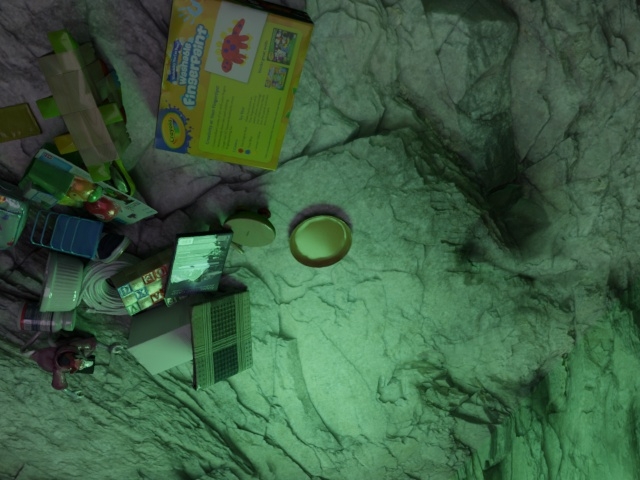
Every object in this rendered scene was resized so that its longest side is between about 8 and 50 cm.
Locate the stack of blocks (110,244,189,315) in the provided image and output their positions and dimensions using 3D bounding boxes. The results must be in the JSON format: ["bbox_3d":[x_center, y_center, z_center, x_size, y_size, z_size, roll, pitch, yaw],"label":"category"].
[{"bbox_3d":[-0.553,0.141,1.892,0.297,0.087,0.171,-28,129,-22],"label":"stack of blocks"}]

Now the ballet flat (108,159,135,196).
[{"bbox_3d":[-0.656,-0.227,1.693,0.077,0.077,0.231,-26,125,1],"label":"ballet flat"}]

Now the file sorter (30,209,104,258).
[{"bbox_3d":[-0.784,-0.021,1.671,0.170,0.104,0.118,11,84,19],"label":"file sorter"}]

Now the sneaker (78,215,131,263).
[{"bbox_3d":[-0.734,-0.007,1.755,0.282,0.099,0.153,-6,133,48],"label":"sneaker"}]

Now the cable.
[{"bbox_3d":[-0.729,0.159,1.948,0.256,0.089,0.257,16,120,-21],"label":"cable"}]

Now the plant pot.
[{"bbox_3d":[0.000,0.000,2.000,0.236,0.032,0.237,-4,125,-6],"label":"plant pot"}]

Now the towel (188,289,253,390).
[{"bbox_3d":[-0.369,0.356,2.004,0.056,0.312,0.325,4,98,34],"label":"towel"}]

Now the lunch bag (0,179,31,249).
[{"bbox_3d":[-1.068,-0.106,1.686,0.279,0.108,0.224,21,119,-23],"label":"lunch bag"}]

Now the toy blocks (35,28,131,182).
[{"bbox_3d":[-0.622,-0.390,1.488,0.190,0.261,0.382,-13,119,2],"label":"toy blocks"}]

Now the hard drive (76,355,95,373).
[{"bbox_3d":[-0.982,0.496,2.181,0.135,0.022,0.094,10,123,-16],"label":"hard drive"}]

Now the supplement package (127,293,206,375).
[{"bbox_3d":[-0.552,0.349,2.058,0.292,0.175,0.178,-22,128,6],"label":"supplement package"}]

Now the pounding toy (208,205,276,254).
[{"bbox_3d":[-0.257,-0.061,1.885,0.236,0.110,0.182,-22,139,39],"label":"pounding toy"}]

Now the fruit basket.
[{"bbox_3d":[-0.708,-0.134,1.632,0.353,0.166,0.326,37,153,-29],"label":"fruit basket"}]

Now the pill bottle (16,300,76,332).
[{"bbox_3d":[-0.994,0.281,1.974,0.179,0.108,0.108,8,123,-16],"label":"pill bottle"}]

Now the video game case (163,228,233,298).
[{"bbox_3d":[-0.416,0.080,1.838,0.195,0.026,0.274,-6,134,-35],"label":"video game case"}]

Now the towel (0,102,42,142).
[{"bbox_3d":[-0.960,-0.334,1.599,0.237,0.021,0.102,-12,127,-2],"label":"towel"}]

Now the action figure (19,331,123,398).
[{"bbox_3d":[-0.902,0.400,1.951,0.275,0.370,0.248,41,69,-16],"label":"action figure"}]

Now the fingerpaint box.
[{"bbox_3d":[-0.259,-0.459,1.547,0.370,0.163,0.445,8,123,-16],"label":"fingerpaint box"}]

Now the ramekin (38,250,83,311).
[{"bbox_3d":[-0.882,0.145,1.845,0.108,0.207,0.207,11,123,-28],"label":"ramekin"}]
